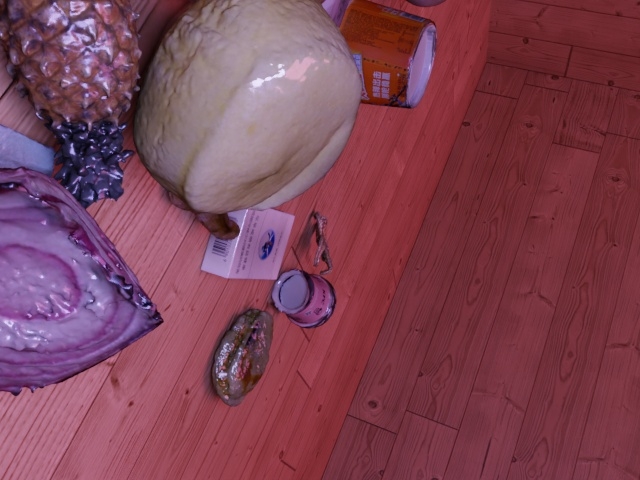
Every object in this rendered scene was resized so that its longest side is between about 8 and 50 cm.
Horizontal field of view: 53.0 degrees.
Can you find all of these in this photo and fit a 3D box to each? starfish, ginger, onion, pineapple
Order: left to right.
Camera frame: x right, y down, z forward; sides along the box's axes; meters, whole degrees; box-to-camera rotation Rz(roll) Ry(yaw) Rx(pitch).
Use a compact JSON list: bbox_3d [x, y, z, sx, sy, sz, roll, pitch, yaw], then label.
[{"bbox_3d":[-0.363,0.040,0.716,0.314,0.280,0.146,64,2,-51],"label":"onion"},{"bbox_3d":[-0.282,-0.155,0.749,0.158,0.158,0.278,-43,141,-56],"label":"pineapple"},{"bbox_3d":[-0.200,-0.153,1.136,0.166,0.080,0.333,-12,120,-48],"label":"ginger"},{"bbox_3d":[0.010,0.000,1.820,0.209,0.053,0.150,-86,173,-53],"label":"starfish"}]

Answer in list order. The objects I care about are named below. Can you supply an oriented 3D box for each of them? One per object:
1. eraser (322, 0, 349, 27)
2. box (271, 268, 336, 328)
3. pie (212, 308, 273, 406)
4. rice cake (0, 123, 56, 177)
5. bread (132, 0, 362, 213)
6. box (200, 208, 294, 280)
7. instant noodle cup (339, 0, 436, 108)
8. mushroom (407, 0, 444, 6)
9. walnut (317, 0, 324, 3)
[{"bbox_3d":[0.007,-0.519,1.354,0.213,0.082,0.396,68,41,-83],"label":"eraser"},{"bbox_3d":[-0.050,0.150,1.726,0.135,0.151,0.151,40,68,-60],"label":"box"},{"bbox_3d":[-0.179,0.277,1.546,0.201,0.090,0.248,72,36,-55],"label":"pie"},{"bbox_3d":[-0.381,-0.100,0.719,0.226,0.040,0.085,33,74,-70],"label":"rice cake"},{"bbox_3d":[-0.101,-0.189,0.855,0.320,0.237,0.320,-38,158,-18],"label":"bread"},{"bbox_3d":[-0.153,-0.001,1.410,0.256,0.069,0.164,12,95,-71],"label":"box"},{"bbox_3d":[0.166,-0.475,1.674,0.296,0.214,0.296,18,90,-72],"label":"instant noodle cup"},{"bbox_3d":[0.332,-0.811,1.724,0.362,0.295,0.362,17,90,-73],"label":"mushroom"},{"bbox_3d":[-0.079,-0.463,1.014,0.228,0.228,0.228,17,90,-71],"label":"walnut"}]
